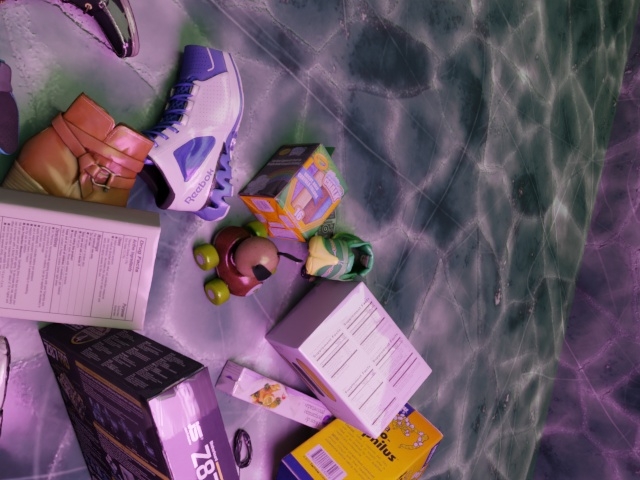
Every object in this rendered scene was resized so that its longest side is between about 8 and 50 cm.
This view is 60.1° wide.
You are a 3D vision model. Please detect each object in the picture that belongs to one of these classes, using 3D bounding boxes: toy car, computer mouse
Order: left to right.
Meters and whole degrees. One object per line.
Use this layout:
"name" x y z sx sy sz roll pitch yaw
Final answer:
"computer mouse" -0.188 0.530 1.192 0.071 0.041 0.242 19 75 -52
"toy car" -0.124 0.049 1.078 0.155 0.188 0.149 -29 115 -37
"computer mouse" 0.000 0.000 1.296 0.106 0.042 0.193 -8 106 -38

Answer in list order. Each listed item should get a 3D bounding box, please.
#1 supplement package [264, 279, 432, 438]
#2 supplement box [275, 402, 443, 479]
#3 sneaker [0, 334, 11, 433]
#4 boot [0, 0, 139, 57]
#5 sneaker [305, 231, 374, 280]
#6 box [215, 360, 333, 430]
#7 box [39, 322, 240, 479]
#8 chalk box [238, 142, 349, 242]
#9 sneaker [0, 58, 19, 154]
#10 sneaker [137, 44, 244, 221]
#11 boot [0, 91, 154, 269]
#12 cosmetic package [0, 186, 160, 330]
"supplement package" 0.058 0.247 1.211 0.198 0.199 0.263 -44 106 -21
"supplement box" 0.086 0.535 1.296 0.356 0.195 0.194 -23 140 -39
"sneaker" -0.529 0.270 0.803 0.118 0.107 0.279 9 86 -26
"boot" -0.399 -0.370 0.834 0.178 0.085 0.237 -36 112 -33
"sneaker" 0.059 0.045 1.204 0.295 0.123 0.110 -10 113 -72
"box" -0.090 0.354 1.237 0.324 0.067 0.063 38 71 -41
"box" -0.271 0.294 0.829 0.097 0.394 0.319 -27 113 -38
"chalk box" -0.040 -0.119 1.176 0.213 0.132 0.132 -51 126 -25
"sneaker" -0.553 -0.147 0.687 0.340 0.125 0.140 -20 114 -38
"sneaker" -0.246 -0.189 0.973 0.182 0.127 0.316 -3 99 -46
"boot" -0.336 -0.074 0.888 0.283 0.109 0.220 39 88 -26
"cosmetic package" -0.392 0.019 0.772 0.309 0.113 0.160 10 102 -20
